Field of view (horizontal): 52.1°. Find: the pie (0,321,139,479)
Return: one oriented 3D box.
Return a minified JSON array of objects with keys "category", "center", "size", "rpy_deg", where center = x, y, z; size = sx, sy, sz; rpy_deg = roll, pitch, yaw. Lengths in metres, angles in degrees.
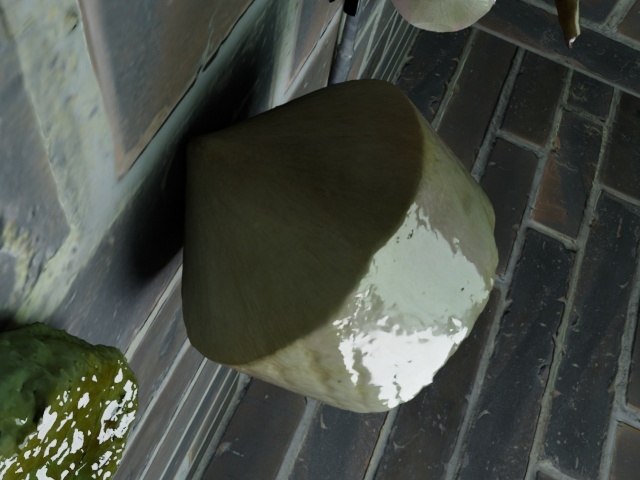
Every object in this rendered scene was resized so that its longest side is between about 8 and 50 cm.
[{"category":"pie","center":[-0.189,0.169,0.365],"size":[0.277,0.078,0.277],"rpy_deg":[23,90,-88]}]

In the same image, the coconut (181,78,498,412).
[{"category":"coconut","center":[0.000,0.000,0.611],"size":[0.329,0.329,0.328],"rpy_deg":[24,90,-87]}]

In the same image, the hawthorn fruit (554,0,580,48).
[{"category":"hawthorn fruit","center":[0.118,-0.251,0.349],"size":[0.277,0.277,0.298],"rpy_deg":[-61,144,-58]}]

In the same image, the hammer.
[{"category":"hammer","center":[0.047,-0.312,1.001],"size":[0.427,0.044,0.152],"rpy_deg":[105,10,-74]}]

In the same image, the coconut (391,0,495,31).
[{"category":"coconut","center":[0.225,-0.481,1.164],"size":[0.234,0.224,0.224],"rpy_deg":[-59,173,-69]}]
